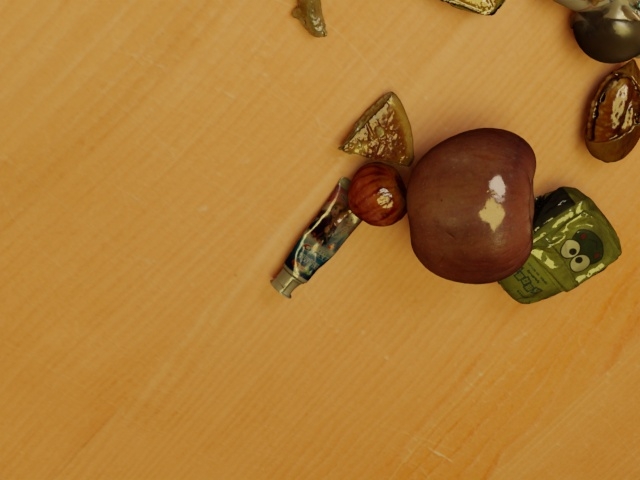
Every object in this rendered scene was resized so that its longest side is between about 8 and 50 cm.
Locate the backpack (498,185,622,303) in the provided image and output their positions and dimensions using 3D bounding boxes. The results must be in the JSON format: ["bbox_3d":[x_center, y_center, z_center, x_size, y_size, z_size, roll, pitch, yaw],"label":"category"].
[{"bbox_3d":[0.477,0.017,1.625,0.253,0.140,0.207,-37,116,16],"label":"backpack"}]

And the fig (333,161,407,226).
[{"bbox_3d":[0.109,-0.074,1.520,0.128,0.128,0.150,15,115,-16],"label":"fig"}]

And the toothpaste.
[{"bbox_3d":[0.000,0.000,1.583,0.096,0.061,0.266,35,99,-23],"label":"toothpaste"}]

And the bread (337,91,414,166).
[{"bbox_3d":[0.118,-0.218,1.493,0.154,0.054,0.136,6,114,-20],"label":"bread"}]

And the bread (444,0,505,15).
[{"bbox_3d":[0.273,-0.472,1.388,0.140,0.069,0.128,14,111,-12],"label":"bread"}]

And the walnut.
[{"bbox_3d":[0.582,-0.250,1.528,0.115,0.116,0.207,5,114,-12],"label":"walnut"}]

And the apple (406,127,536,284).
[{"bbox_3d":[0.284,-0.066,1.476,0.234,0.306,0.306,4,118,17],"label":"apple"}]

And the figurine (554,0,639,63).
[{"bbox_3d":[0.525,-0.421,1.415,0.158,0.161,0.275,-50,120,-8],"label":"figurine"}]

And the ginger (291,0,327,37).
[{"bbox_3d":[-0.018,-0.426,1.377,0.057,0.044,0.137,-16,120,-22],"label":"ginger"}]
